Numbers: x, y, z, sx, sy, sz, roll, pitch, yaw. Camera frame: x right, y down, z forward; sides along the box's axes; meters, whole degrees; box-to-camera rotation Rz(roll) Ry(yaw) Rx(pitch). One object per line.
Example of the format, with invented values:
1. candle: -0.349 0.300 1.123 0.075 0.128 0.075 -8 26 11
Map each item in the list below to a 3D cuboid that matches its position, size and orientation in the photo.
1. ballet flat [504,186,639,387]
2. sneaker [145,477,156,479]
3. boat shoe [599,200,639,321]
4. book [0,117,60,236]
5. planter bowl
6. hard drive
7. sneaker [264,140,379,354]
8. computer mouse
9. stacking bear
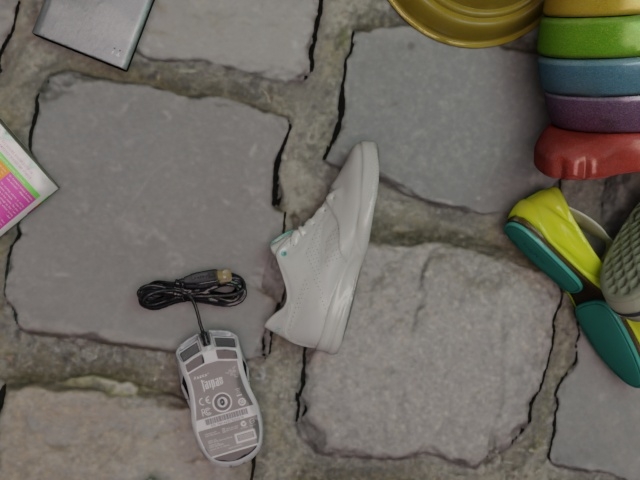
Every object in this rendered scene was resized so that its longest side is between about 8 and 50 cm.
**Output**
1. ballet flat: 0.281 0.042 0.963 0.077 0.077 0.231 -41 96 -17
2. sneaker: -0.148 0.315 0.927 0.084 0.058 0.152 -41 93 -9
3. boat shoe: 0.482 -0.065 0.916 0.500 0.187 0.156 -37 101 -15
4. book: -0.334 -0.040 0.900 0.144 0.035 0.096 -39 100 -3
5. planter bowl: 0.160 -0.302 0.918 0.217 0.090 0.217 0 93 -8
6. hard drive: -0.205 -0.242 0.909 0.094 0.022 0.135 21 90 -8
7. sneaker: 0.000 0.000 0.926 0.094 0.080 0.212 15 92 4
8. computer mouse: -0.108 0.126 0.933 0.106 0.042 0.193 -13 89 -11
9. stacking bear: 0.278 -0.216 0.873 0.175 0.164 0.289 -4 106 0
